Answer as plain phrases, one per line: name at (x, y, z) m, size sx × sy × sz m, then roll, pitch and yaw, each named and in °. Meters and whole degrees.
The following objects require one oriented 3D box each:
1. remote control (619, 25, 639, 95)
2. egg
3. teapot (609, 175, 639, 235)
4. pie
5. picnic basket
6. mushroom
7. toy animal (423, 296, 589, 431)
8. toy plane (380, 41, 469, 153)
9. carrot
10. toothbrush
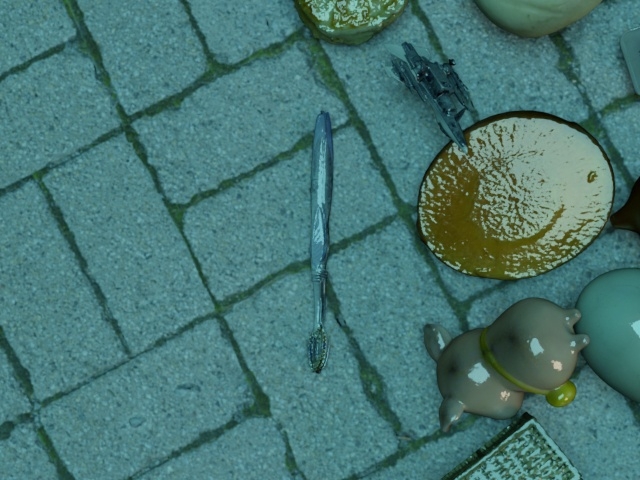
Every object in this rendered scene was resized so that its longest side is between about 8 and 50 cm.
remote control at (0.622, -0.303, 1.900) m, size 0.313 × 0.055 × 0.109 m, roll -14°, pitch 77°, yaw -2°
egg at (0.490, 0.150, 1.799) m, size 0.264 × 0.183 × 0.183 m, roll 36°, pitch 88°, yaw 0°
teapot at (0.558, -0.024, 1.848) m, size 0.252 × 0.135 × 0.178 m, roll 11°, pitch 51°, yaw -14°
pie at (0.040, -0.407, 1.934) m, size 0.179 × 0.084 × 0.205 m, roll -26°, pitch 81°, yaw 0°
picnic basket at (0.281, 0.374, 1.819) m, size 0.196 × 0.134 × 0.154 m, roll -39°, pitch 84°, yaw -1°
mushroom at (0.341, -0.429, 1.867) m, size 0.246 × 0.202 × 0.246 m, roll 5°, pitch 97°, yaw 48°
toy animal at (0.282, 0.175, 1.806) m, size 0.248 × 0.149 × 0.165 m, roll -29°, pitch 45°, yaw 26°
toy plane at (0.174, -0.232, 1.871) m, size 0.234 × 0.160 × 0.082 m, roll 53°, pitch 128°, yaw 36°
carrot at (0.292, -0.069, 1.888) m, size 0.307 × 0.100 × 0.258 m, roll -23°, pitch 85°, yaw 10°
toothbrush at (0.000, 0.000, 1.923) m, size 0.035 × 0.042 × 0.413 m, roll 0°, pitch 83°, yaw 5°
